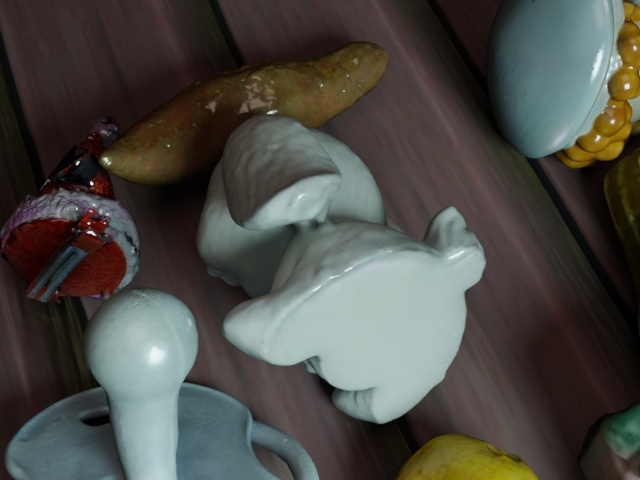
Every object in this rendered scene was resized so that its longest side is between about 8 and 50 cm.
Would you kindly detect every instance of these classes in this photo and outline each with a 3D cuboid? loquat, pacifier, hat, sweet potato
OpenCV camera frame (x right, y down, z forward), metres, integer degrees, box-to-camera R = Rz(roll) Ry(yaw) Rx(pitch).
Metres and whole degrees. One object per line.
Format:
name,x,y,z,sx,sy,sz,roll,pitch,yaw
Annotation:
loquat,0.114,0.225,0.655,0.137,0.113,0.137,0,84,1
pacifier,-0.117,0.141,0.610,0.238,0.226,0.287,-7,25,-18
hat,-0.229,-0.051,0.797,0.128,0.140,0.227,11,48,-13
sweet potato,-0.081,-0.132,0.847,0.354,0.106,0.095,-26,96,-29

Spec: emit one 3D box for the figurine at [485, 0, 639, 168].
figurine,0.330,-0.215,0.894,0.381,0.225,0.205,-17,37,-37

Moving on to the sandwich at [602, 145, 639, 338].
sandwich,0.400,0.023,0.782,0.226,0.087,0.251,3,59,-10

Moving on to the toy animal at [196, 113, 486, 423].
toy animal,0.000,0.000,0.729,0.206,0.271,0.265,-45,44,6

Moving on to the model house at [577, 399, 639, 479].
model house,0.352,0.225,0.606,0.236,0.202,0.237,-9,61,-6
